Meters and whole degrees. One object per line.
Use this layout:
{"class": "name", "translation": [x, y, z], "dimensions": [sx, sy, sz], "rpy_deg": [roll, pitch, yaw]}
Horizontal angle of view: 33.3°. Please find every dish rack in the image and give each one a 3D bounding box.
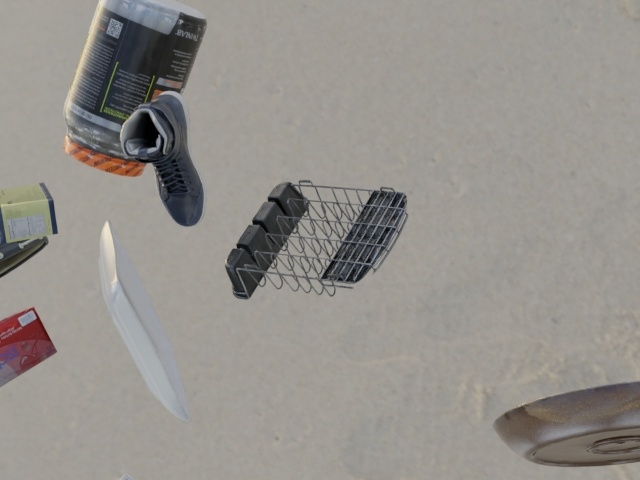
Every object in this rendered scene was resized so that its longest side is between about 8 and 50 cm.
{"class": "dish rack", "translation": [0.000, 0.000, 1.593], "dimensions": [0.272, 0.074, 0.208], "rpy_deg": [5, 51, 36]}

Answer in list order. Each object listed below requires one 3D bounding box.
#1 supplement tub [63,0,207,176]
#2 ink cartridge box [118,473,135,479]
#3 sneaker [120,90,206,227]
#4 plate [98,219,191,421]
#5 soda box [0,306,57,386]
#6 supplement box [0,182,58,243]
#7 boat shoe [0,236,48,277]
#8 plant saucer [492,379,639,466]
{"class": "supplement tub", "translation": [-0.364, -0.307, 2.050], "dimensions": [0.207, 0.207, 0.337], "rpy_deg": [38, 110, 48]}
{"class": "ink cartridge box", "translation": [-0.267, 0.488, 1.628], "dimensions": [0.158, 0.218, 0.092], "rpy_deg": [-53, -5, 26]}
{"class": "sneaker", "translation": [-0.249, -0.114, 1.699], "dimensions": [0.086, 0.226, 0.163], "rpy_deg": [-8, 14, 11]}
{"class": "plate", "translation": [-0.299, 0.134, 1.753], "dimensions": [0.045, 0.278, 0.277], "rpy_deg": [-25, 26, -5]}
{"class": "soda box", "translation": [-0.527, 0.196, 1.573], "dimensions": [0.092, 0.083, 0.263], "rpy_deg": [-14, 14, 47]}
{"class": "supplement box", "translation": [-0.437, -0.041, 1.567], "dimensions": [0.083, 0.056, 0.083], "rpy_deg": [-11, 25, -21]}
{"class": "boat shoe", "translation": [-0.594, 0.054, 1.838], "dimensions": [0.302, 0.091, 0.114], "rpy_deg": [-47, 1, -34]}
{"class": "plant saucer", "translation": [0.372, 0.235, 1.328], "dimensions": [0.311, 0.311, 0.050], "rpy_deg": [-18, 64, 31]}
